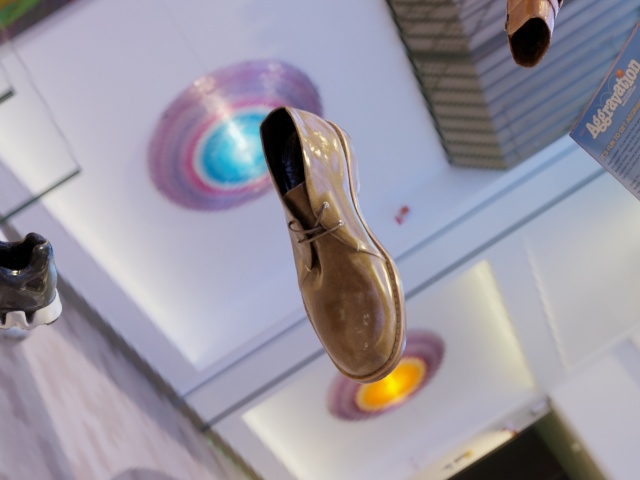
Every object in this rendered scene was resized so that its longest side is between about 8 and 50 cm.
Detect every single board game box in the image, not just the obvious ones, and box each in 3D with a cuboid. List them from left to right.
[{"bbox_3d":[0.333,-0.144,1.003,0.145,0.027,0.281,47,-38,20],"label":"board game box"}]

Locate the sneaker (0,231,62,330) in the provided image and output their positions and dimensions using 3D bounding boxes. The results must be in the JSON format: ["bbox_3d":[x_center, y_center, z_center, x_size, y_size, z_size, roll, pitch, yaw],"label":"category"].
[{"bbox_3d":[-0.345,0.031,1.033,0.078,0.234,0.106,55,-41,45],"label":"sneaker"}]

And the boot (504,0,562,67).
[{"bbox_3d":[0.310,-0.412,1.681,0.283,0.109,0.220,84,17,-59],"label":"boot"}]

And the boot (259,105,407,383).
[{"bbox_3d":[0.000,0.000,1.177,0.115,0.112,0.305,28,41,-59],"label":"boot"}]
